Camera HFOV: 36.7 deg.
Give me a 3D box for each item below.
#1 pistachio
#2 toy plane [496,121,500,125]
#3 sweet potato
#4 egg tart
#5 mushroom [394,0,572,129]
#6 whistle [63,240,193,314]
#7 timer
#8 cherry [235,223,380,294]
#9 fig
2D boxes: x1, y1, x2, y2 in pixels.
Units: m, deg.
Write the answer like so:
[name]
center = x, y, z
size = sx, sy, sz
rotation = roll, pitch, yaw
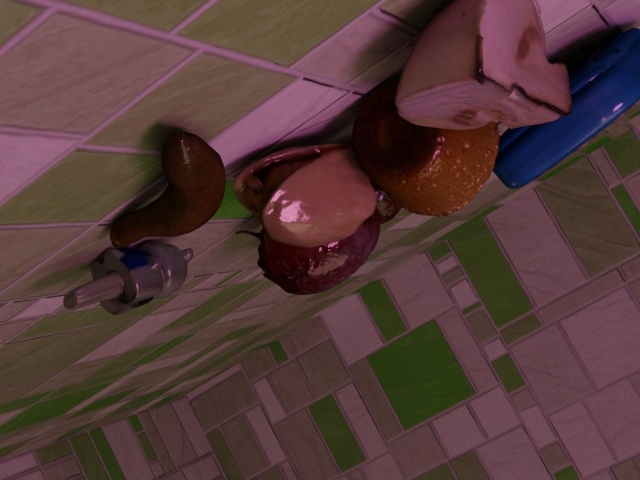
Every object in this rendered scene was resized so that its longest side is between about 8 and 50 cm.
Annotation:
[pistachio]
center = -0.019, -0.068, 1.380
size = 0.229, 0.157, 0.157
rotation = -7, 158, -47
[toy plane]
center = 0.260, -0.190, 1.744
size = 0.212, 0.088, 0.267
rotation = -28, 178, 6
[sweet potato]
center = -0.178, -0.060, 1.205
size = 0.108, 0.079, 0.346
rotation = 8, 156, -22
[egg tart]
center = 0.134, -0.142, 1.365
size = 0.202, 0.203, 0.147
rotation = -33, 156, 26
[mushroom]
center = 0.188, -0.231, 1.197
size = 0.173, 0.162, 0.236
rotation = -3, 170, 41
[whistle]
center = -0.282, 0.055, 1.439
size = 0.110, 0.092, 0.244
rotation = -34, 170, 38
[timer]
center = 0.460, -0.241, 1.747
size = 0.340, 0.115, 0.309
rotation = -40, 180, 37
[cherry]
center = 0.002, -0.009, 1.676
size = 0.249, 0.175, 0.192
rotation = -28, 157, 5
[fig]
center = 0.093, -0.121, 1.555
size = 0.201, 0.146, 0.134
rotation = -51, 148, -23
